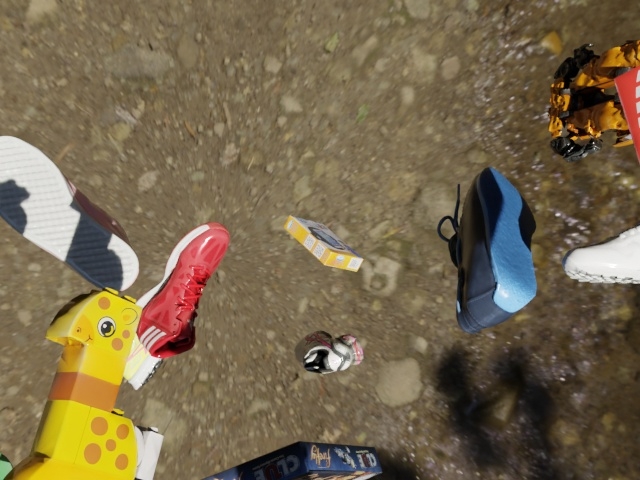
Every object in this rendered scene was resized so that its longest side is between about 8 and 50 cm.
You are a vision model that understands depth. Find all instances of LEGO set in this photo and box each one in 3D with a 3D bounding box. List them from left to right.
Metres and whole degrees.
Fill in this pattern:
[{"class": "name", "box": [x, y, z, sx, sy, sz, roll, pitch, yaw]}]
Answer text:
[{"class": "LEGO set", "box": [-0.128, 0.057, 0.336, 0.227, 0.087, 0.093, 33, 61, -42]}]

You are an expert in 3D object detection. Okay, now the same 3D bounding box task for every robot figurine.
[{"class": "robot figurine", "box": [0.499, -0.246, 1.478, 0.085, 0.291, 0.211, 6, 87, -18]}]

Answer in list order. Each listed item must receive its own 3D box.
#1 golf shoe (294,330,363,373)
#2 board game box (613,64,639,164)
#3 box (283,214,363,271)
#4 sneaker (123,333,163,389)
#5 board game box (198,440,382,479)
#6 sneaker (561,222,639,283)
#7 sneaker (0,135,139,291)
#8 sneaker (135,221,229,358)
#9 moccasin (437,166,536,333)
[{"class": "golf shoe", "box": [-0.006, 0.205, 1.536, 0.086, 0.186, 0.067, -17, 92, -32]}, {"class": "board game box", "box": [0.301, -0.079, 0.542, 0.045, 0.193, 0.146, 0, 71, -39]}, {"class": "box", "box": [0.000, 0.000, 1.391, 0.081, 0.136, 0.028, 13, 114, -47]}, {"class": "sneaker", "box": [-0.317, 0.173, 1.575, 0.094, 0.081, 0.208, 35, 92, 4]}, {"class": "board game box", "box": [-0.036, 0.330, 1.179, 0.165, 0.243, 0.042, -26, 66, 19]}, {"class": "sneaker", "box": [0.427, 0.011, 1.102, 0.235, 0.090, 0.094, -1, 89, -8]}, {"class": "sneaker", "box": [-0.183, -0.015, 0.600, 0.134, 0.070, 0.051, 45, 83, -6]}, {"class": "sneaker", "box": [-0.192, 0.087, 1.277, 0.087, 0.128, 0.221, 25, 106, -44]}, {"class": "moccasin", "box": [0.231, 0.002, 1.235, 0.138, 0.342, 0.117, 39, 121, -7]}]
